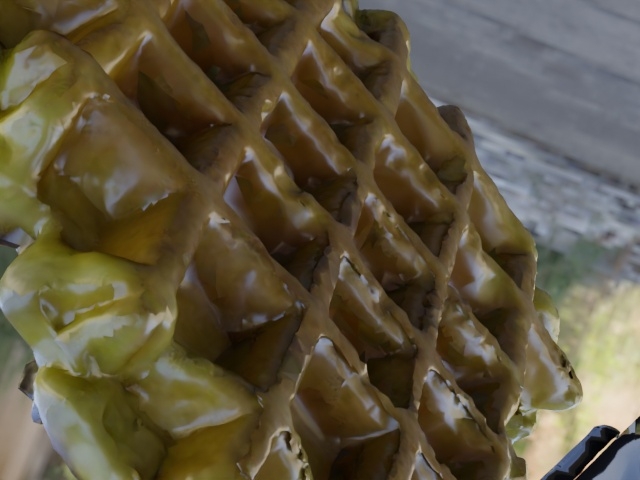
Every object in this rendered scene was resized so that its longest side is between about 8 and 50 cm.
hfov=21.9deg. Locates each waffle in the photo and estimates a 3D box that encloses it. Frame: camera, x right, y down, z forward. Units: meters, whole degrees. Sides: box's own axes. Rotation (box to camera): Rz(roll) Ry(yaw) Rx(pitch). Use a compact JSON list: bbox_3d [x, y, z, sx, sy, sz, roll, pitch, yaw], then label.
[{"bbox_3d":[-0.004,0.001,0.524,0.281,0.058,0.301,61,-153,4],"label":"waffle"}]

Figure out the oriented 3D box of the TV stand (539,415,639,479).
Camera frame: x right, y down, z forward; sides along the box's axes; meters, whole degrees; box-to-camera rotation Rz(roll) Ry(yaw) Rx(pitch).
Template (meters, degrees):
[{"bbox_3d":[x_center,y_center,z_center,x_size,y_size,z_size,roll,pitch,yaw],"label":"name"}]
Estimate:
[{"bbox_3d":[0.050,0.081,0.343,0.042,0.249,0.036,22,-141,-20],"label":"TV stand"}]
